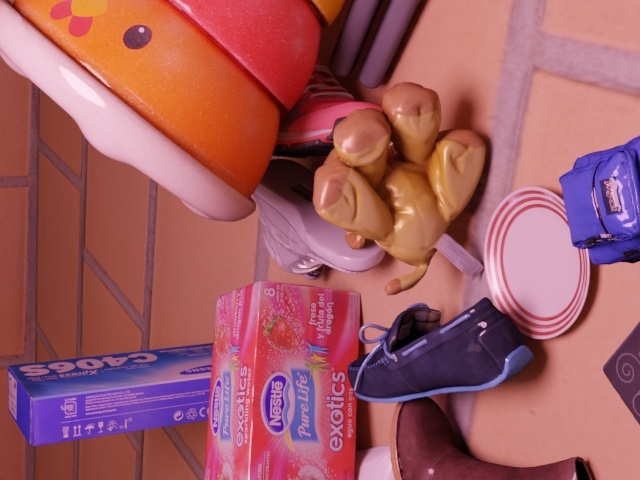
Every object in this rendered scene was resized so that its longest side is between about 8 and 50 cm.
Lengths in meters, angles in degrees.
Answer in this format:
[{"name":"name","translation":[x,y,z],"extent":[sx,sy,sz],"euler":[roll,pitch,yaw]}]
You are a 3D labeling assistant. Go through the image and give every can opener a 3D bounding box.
[{"name":"can opener","translation":[0.087,-0.292,1.011],"extent":[0.093,0.074,0.280],"euler":[-72,4,-51]}]

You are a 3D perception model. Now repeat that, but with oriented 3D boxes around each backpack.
[{"name":"backpack","translation":[0.248,-0.032,0.702],"extent":[0.120,0.101,0.098],"euler":[-20,83,57]}]

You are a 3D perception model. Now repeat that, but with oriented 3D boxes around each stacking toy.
[{"name":"stacking toy","translation":[-0.086,-0.293,1.028],"extent":[0.480,0.350,0.350],"euler":[-51,37,1]}]

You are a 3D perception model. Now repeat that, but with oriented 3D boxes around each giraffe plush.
[{"name":"giraffe plush","translation":[0.071,-0.057,0.996],"extent":[0.210,0.181,0.170],"euler":[58,171,-22]}]

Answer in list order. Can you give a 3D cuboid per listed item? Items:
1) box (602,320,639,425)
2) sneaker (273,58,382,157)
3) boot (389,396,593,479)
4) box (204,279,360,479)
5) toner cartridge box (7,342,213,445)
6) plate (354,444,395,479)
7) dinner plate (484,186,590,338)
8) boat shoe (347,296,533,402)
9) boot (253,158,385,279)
[{"name":"box","translation":[0.321,0.123,0.539],"extent":[0.270,0.143,0.165],"euler":[63,142,37]},{"name":"sneaker","translation":[-0.024,-0.171,1.164],"extent":[0.313,0.115,0.136],"euler":[9,97,60]},{"name":"boot","translation":[0.176,0.238,0.913],"extent":[0.207,0.090,0.249],"euler":[-39,58,42]},{"name":"box","translation":[-0.051,0.211,1.178],"extent":[0.154,0.142,0.300],"euler":[-20,64,61]},{"name":"toner cartridge box","translation":[-0.286,0.228,1.448],"extent":[0.165,0.347,0.075],"euler":[21,111,58]},{"name":"plate","translation":[0.042,0.406,1.189],"extent":[0.277,0.045,0.278],"euler":[-27,70,59]},{"name":"dinner plate","translation":[0.202,0.020,0.876],"extent":[0.141,0.017,0.141],"euler":[15,107,61]},{"name":"boat shoe","translation":[0.112,0.103,0.968],"extent":[0.258,0.109,0.089],"euler":[-23,96,50]},{"name":"boot","translation":[0.000,0.000,1.189],"extent":[0.258,0.095,0.123],"euler":[44,149,48]}]
